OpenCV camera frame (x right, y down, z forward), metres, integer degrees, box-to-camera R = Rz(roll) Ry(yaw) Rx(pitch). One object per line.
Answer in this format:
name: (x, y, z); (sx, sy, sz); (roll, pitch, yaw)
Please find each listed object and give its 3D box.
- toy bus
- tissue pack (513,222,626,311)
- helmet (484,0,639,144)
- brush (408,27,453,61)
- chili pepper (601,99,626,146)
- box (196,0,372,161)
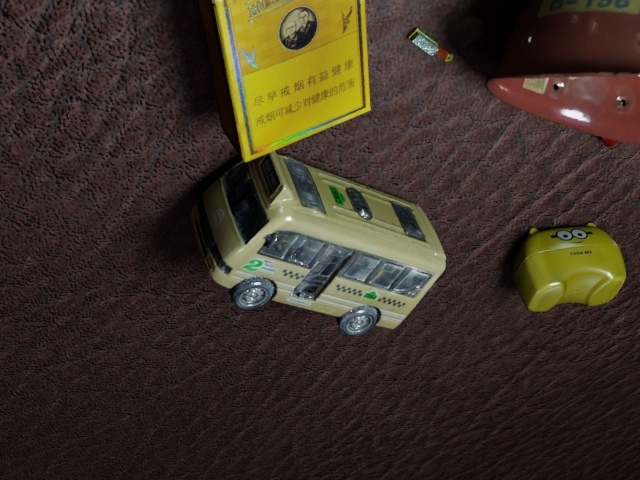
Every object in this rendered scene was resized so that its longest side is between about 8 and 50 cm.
toy bus: (0.000, 0.000, 1.541); (0.365, 0.177, 0.202); (16, 127, -38)
tissue pack: (0.423, 0.044, 1.775); (0.178, 0.127, 0.123); (-5, 146, -13)
helmet: (0.412, -0.259, 1.288); (0.384, 0.230, 0.337); (9, 175, 44)
brush: (0.154, -0.261, 1.402); (0.083, 0.021, 0.019); (24, 123, -39)
chili pepper: (0.519, -0.268, 1.484); (0.137, 0.092, 0.368); (3, 147, -48)
box: (-0.042, -0.255, 1.260); (0.192, 0.084, 0.302); (-25, 143, -14)
